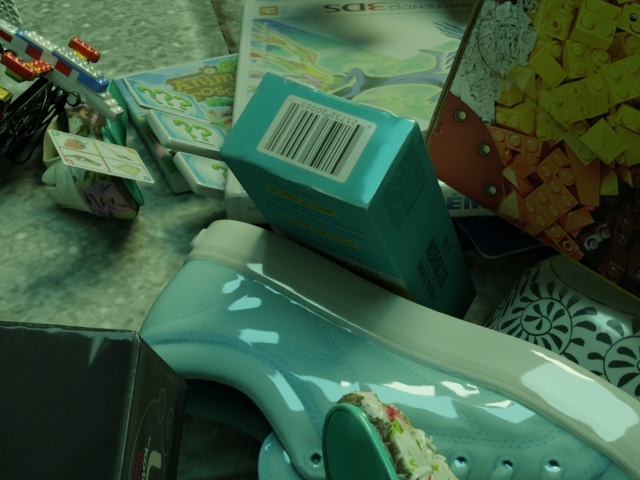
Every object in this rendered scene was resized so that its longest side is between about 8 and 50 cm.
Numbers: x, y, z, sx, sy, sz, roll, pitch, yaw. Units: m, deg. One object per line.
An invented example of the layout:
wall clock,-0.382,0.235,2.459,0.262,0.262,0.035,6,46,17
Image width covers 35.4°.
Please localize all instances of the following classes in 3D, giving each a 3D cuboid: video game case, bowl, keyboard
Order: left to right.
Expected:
keyboard,-0.268,-0.090,0.872,0.100,0.038,0.192,-7,39,51
video game case,-0.071,-0.127,0.966,0.212,0.023,0.193,-15,41,-19
video game case,0.075,-0.129,0.868,0.299,0.036,0.329,-2,39,0
bowl,0.196,0.048,0.661,0.170,0.080,0.170,12,19,-4

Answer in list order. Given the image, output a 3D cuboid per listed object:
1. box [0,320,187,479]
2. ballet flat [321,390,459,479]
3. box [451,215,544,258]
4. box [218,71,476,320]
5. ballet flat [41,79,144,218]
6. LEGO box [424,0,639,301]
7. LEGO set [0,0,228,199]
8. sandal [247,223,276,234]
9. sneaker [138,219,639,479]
box,-0.217,0.127,0.497,0.270,0.143,0.165,3,73,3
ballet flat,0.066,0.187,0.486,0.077,0.091,0.241,-4,67,-32
box,0.145,-0.065,0.869,0.136,0.036,0.225,-13,47,-17
box,0.028,-0.005,0.640,0.100,0.244,0.060,22,73,25
ballet flat,-0.201,-0.073,0.867,0.079,0.077,0.221,-23,36,-1
LEGO box,0.363,-0.107,0.701,0.372,0.193,0.500,33,36,21
LEGO set,-0.163,-0.113,0.797,0.244,0.060,0.182,11,30,-39
sandal,0.000,0.000,0.802,0.179,0.040,0.067,-14,44,-41
sneaker,0.044,0.124,0.592,0.365,0.135,0.150,22,65,25
